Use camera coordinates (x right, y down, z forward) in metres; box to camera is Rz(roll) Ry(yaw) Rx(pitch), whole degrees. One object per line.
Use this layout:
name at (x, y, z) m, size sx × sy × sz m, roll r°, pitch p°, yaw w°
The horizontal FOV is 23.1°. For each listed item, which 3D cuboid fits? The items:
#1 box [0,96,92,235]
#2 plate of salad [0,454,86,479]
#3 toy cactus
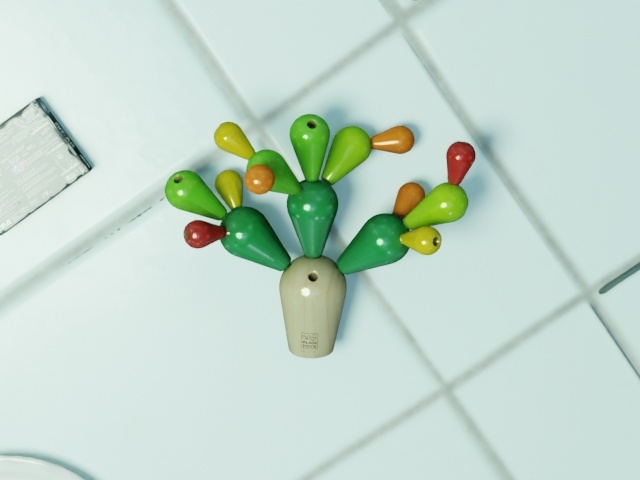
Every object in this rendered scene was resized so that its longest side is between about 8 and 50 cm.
box at (-0.220, -0.054, 1.148) m, size 0.083 × 0.018 × 0.067 m, roll -36°, pitch 99°, yaw 6°
plate of salad at (-0.237, 0.261, 1.191) m, size 0.200 × 0.048 × 0.199 m, roll 0°, pitch 100°, yaw -1°
toy cactus at (0.000, 0.000, 1.128) m, size 0.219 × 0.112 × 0.180 m, roll -2°, pitch 110°, yaw -9°
